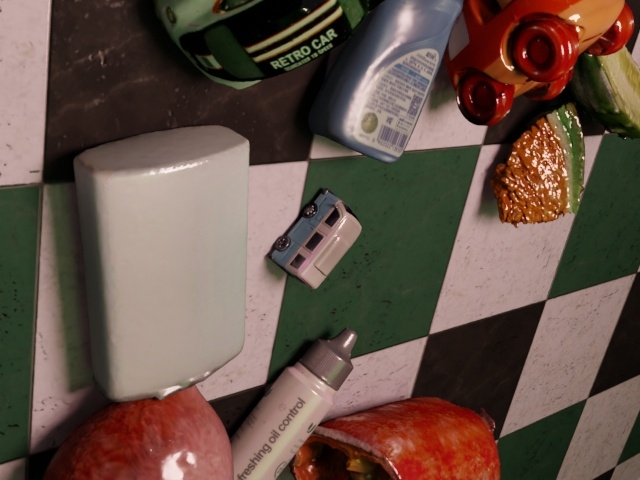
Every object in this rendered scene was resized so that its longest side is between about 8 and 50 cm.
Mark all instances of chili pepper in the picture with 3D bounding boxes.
[{"bbox_3d":[0.119,0.376,1.297,0.305,0.251,0.229,-2,111,-49],"label":"chili pepper"}]

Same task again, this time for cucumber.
[{"bbox_3d":[0.426,-0.255,1.258,0.325,0.105,0.145,20,73,-57],"label":"cucumber"}]

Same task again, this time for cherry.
[{"bbox_3d":[-0.205,0.294,0.970,0.239,0.206,0.239,-10,134,-11],"label":"cherry"}]

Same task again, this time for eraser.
[{"bbox_3d":[-0.171,0.028,0.916,0.189,0.104,0.290,-15,125,-31],"label":"eraser"}]

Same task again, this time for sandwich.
[{"bbox_3d":[0.347,-0.123,1.311,0.160,0.109,0.185,-12,107,-1],"label":"sandwich"}]

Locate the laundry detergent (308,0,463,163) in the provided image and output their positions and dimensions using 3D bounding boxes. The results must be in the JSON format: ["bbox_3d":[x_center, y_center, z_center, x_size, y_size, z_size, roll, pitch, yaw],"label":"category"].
[{"bbox_3d":[0.095,-0.246,1.005,0.143,0.094,0.290,17,100,-44],"label":"laundry detergent"}]

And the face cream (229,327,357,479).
[{"bbox_3d":[-0.048,0.255,1.189,0.311,0.092,0.092,-51,139,-5],"label":"face cream"}]

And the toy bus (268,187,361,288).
[{"bbox_3d":[0.000,0.000,1.079,0.123,0.075,0.060,-51,138,-5],"label":"toy bus"}]

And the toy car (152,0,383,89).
[{"bbox_3d":[-0.014,-0.252,0.802,0.306,0.125,0.136,-27,140,13],"label":"toy car"}]

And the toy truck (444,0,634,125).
[{"bbox_3d":[0.259,-0.306,1.067,0.189,0.239,0.265,-27,173,-34],"label":"toy truck"}]
